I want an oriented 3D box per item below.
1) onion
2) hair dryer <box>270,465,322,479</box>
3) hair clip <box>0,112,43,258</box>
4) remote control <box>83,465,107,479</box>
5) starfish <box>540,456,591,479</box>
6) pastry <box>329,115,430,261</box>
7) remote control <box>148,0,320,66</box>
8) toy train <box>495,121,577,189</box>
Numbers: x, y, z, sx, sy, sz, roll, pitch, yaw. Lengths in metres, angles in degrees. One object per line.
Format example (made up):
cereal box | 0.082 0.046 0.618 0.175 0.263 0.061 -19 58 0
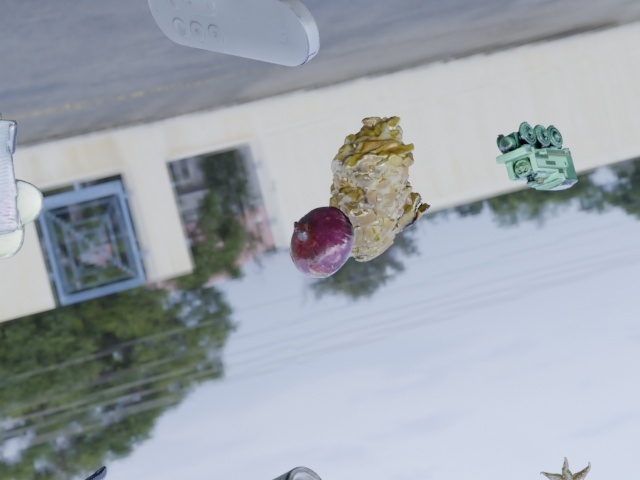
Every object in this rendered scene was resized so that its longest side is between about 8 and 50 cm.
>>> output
onion | 0.000 0.000 1.692 0.097 0.107 0.107 26 157 -31
hair dryer | -0.063 0.324 1.063 0.131 0.073 0.236 -31 -152 27
hair clip | -0.478 -0.075 1.699 0.159 0.218 0.071 -10 -156 -24
remote control | -0.322 0.336 1.587 0.039 0.014 0.096 -51 167 32
starfish | 0.399 0.387 1.882 0.092 0.086 0.016 -40 -176 11
pastry | 0.086 -0.075 1.843 0.154 0.102 0.250 -33 146 -23
remote control | -0.094 -0.227 1.210 0.245 0.077 0.022 19 -133 42
toy train | 0.177 -0.068 0.976 0.033 0.053 0.083 -21 168 39
